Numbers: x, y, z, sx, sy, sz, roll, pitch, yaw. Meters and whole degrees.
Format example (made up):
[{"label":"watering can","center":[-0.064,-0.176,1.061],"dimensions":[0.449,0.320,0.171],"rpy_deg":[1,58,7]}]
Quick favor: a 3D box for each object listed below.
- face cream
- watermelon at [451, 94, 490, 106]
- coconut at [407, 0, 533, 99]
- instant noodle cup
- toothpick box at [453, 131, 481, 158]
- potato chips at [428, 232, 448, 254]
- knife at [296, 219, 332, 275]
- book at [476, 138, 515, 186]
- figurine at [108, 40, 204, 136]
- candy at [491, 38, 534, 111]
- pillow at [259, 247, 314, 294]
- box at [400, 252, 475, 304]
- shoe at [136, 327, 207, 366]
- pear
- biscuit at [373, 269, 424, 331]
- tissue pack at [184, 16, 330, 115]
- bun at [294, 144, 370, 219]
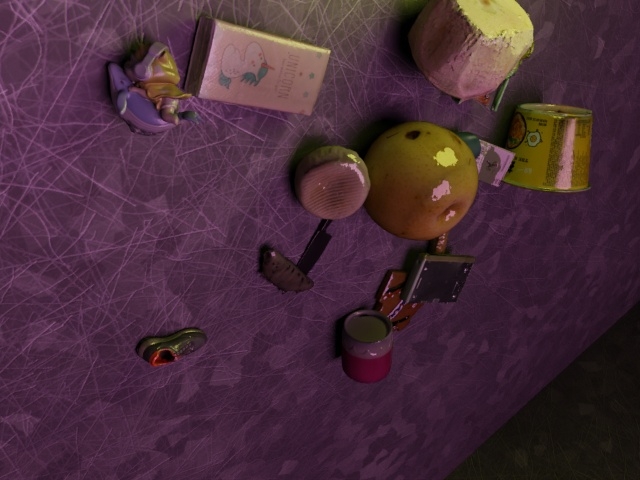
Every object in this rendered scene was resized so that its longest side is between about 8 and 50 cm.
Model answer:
[{"label":"face cream","center":[0.158,0.358,2.075],"dimensions":[0.175,0.175,0.195],"rpy_deg":[-23,130,-29]},{"label":"watermelon","center":[0.464,-0.481,1.847],"dimensions":[0.158,0.098,0.121],"rpy_deg":[-3,134,-36]},{"label":"coconut","center":[0.379,-0.515,1.605],"dimensions":[0.297,0.297,0.254],"rpy_deg":[-14,154,-35]},{"label":"instant noodle cup","center":[0.775,-0.323,2.086],"dimensions":[0.325,0.325,0.254],"rpy_deg":[-13,116,-36]},{"label":"toothpick box","center":[0.414,-0.279,1.917],"dimensions":[0.184,0.120,0.120],"rpy_deg":[-19,128,-37]},{"label":"potato chips","center":[0.421,0.062,2.198],"dimensions":[0.080,0.057,0.407],"rpy_deg":[-15,126,-27]},{"label":"knife","center":[0.000,0.000,1.812],"dimensions":[0.072,0.019,0.245],"rpy_deg":[17,108,-49]},{"label":"book","center":[0.539,-0.264,2.035],"dimensions":[0.181,0.014,0.127],"rpy_deg":[20,107,-6]},{"label":"figurine","center":[-0.327,-0.294,1.220],"dimensions":[0.208,0.128,0.184],"rpy_deg":[27,100,-11]},{"label":"candy","center":[0.612,-0.538,1.968],"dimensions":[0.077,0.073,0.262],"rpy_deg":[-40,152,-55]},{"label":"pillow","center":[-0.107,0.102,1.756],"dimensions":[0.093,0.051,0.241],"rpy_deg":[-44,139,1]},{"label":"box","center":[0.420,0.141,2.178],"dimensions":[0.270,0.045,0.211],"rpy_deg":[5,115,-38]},{"label":"shoe","center":[-0.381,0.289,1.616],"dimensions":[0.194,0.077,0.074],"rpy_deg":[-5,120,-39]},{"label":"pear","center":[0.271,-0.167,1.716],"dimensions":[0.348,0.348,0.348],"rpy_deg":[-23,130,-30]},{"label":"biscuit","center":[0.273,0.220,2.183],"dimensions":[0.278,0.043,0.301],"rpy_deg":[-38,136,-16]},{"label":"tissue pack","center":[-0.136,-0.386,1.384],"dimensions":[0.325,0.071,0.170],"rpy_deg":[-2,116,-42]},{"label":"bun","center":[0.031,-0.165,1.631],"dimensions":[0.222,0.127,0.222],"rpy_deg":[1,129,1]}]
